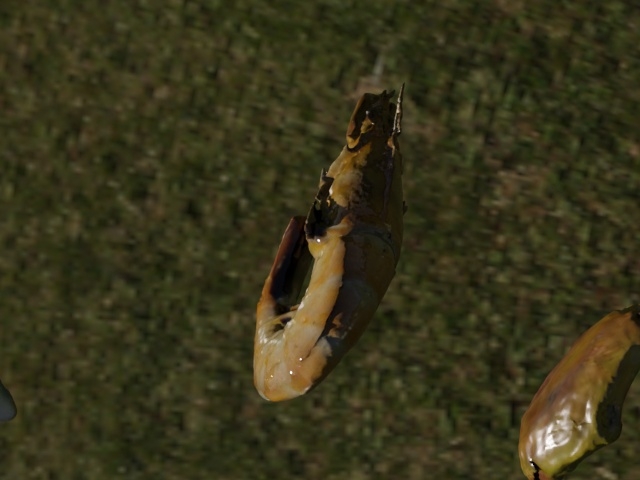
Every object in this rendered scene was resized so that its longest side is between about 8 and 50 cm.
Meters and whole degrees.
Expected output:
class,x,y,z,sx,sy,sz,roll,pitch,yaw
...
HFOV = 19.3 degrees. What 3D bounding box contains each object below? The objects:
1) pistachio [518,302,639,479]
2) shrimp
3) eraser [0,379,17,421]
class,x,y,z,sx,sy,sz,roll,pitch,yaw
pistachio,0.193,0.114,1.395,0.173,0.049,0.089,-59,27,21
shrimp,0.007,0.004,0.832,0.095,0.045,0.162,123,166,-53
eraser,-0.407,0.125,1.884,0.210,0.092,0.274,55,162,0
